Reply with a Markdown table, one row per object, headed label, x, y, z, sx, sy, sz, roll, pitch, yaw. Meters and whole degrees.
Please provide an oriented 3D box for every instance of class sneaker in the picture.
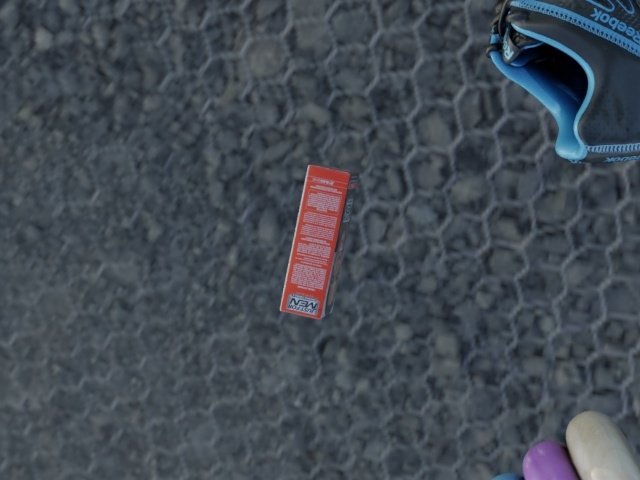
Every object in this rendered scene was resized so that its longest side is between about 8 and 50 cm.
| label | x | y | z | sx | sy | sz | roll | pitch | yaw |
| --- | --- | --- | --- | --- | --- | --- | --- | --- | --- |
| sneaker | 0.192 | -0.214 | 1.239 | 0.340 | 0.140 | 0.125 | 61 | 156 | 23 |

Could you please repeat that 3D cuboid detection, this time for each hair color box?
| label | x | y | z | sx | sy | sz | roll | pitch | yaw |
| --- | --- | --- | --- | --- | --- | --- | --- | --- | --- |
| hair color box | 0.000 | 0.000 | 1.429 | 0.043 | 0.072 | 0.141 | 13 | 95 | 9 |

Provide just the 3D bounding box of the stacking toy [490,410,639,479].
| label | x | y | z | sx | sy | sz | roll | pitch | yaw |
| --- | --- | --- | --- | --- | --- | --- | --- | --- | --- |
| stacking toy | 0.079 | 0.248 | 1.004 | 0.330 | 0.141 | 0.141 | -30 | 116 | 8 |
